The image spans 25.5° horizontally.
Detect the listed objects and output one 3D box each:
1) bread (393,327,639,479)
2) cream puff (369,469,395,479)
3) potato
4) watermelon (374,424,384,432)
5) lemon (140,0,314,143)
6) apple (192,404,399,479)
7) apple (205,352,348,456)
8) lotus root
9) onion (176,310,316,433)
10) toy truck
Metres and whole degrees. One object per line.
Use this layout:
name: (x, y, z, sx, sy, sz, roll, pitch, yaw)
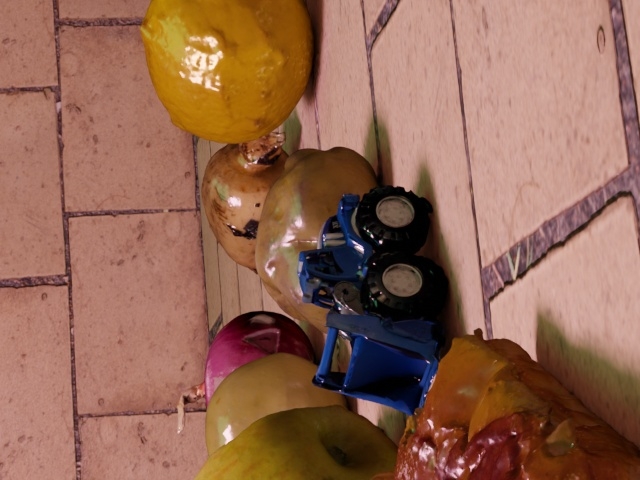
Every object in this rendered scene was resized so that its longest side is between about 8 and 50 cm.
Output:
bread: (0.126, 0.169, 0.953, 0.380, 0.109, 0.185, -135, 42, -77)
cream puff: (0.077, 0.284, 1.186, 0.189, 0.129, 0.189, -17, -90, -89)
potato: (0.005, 0.000, 1.517, 0.154, 0.137, 0.200, 6, 100, 49)
watermelon: (0.039, 0.301, 1.589, 0.139, 0.071, 0.187, 132, 134, -82)
lemon: (-0.120, -0.253, 1.864, 0.288, 0.233, 0.233, 96, 167, -47)
apple: (-0.022, 0.269, 1.417, 0.246, 0.246, 0.226, -104, 25, -48)
apple: (-0.052, 0.230, 1.753, 0.200, 0.200, 0.200, 177, 90, -80)
lotus root: (-0.102, -0.055, 2.066, 0.154, 0.140, 0.257, -95, 2, -48)
onion: (-0.082, 0.186, 1.947, 0.207, 0.200, 0.201, -15, -73, -56)
toy truck: (0.047, 0.059, 1.299, 0.113, 0.126, 0.208, 100, 162, -52)
